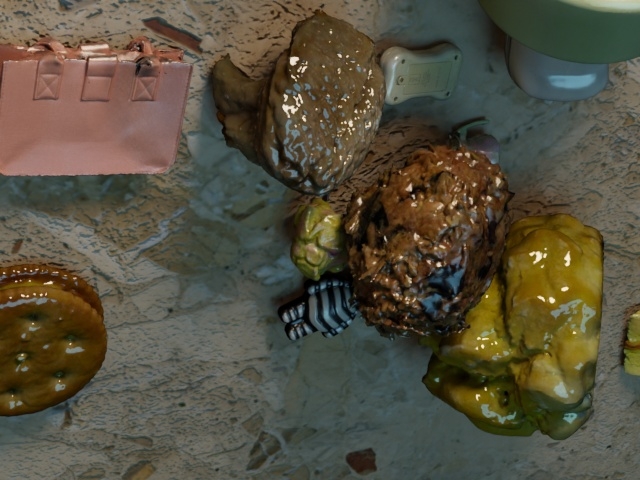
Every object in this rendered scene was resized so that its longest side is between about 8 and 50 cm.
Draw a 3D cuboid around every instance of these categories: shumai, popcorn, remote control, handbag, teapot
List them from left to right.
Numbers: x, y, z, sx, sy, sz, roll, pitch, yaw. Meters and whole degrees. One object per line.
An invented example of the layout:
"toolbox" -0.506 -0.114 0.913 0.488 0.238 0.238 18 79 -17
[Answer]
"handbag" -0.257 -0.148 1.328 0.213 0.059 0.157 -3 128 -26
"shumai" -0.034 -0.155 1.365 0.166 0.176 0.206 38 68 -38
"popcorn" 0.001 0.000 1.550 0.097 0.089 0.109 -47 161 -9
"remote control" 0.121 -0.205 1.473 0.122 0.032 0.074 -9 122 -34
"teapot" 0.199 -0.121 1.581 0.064 0.064 0.083 5 91 -21

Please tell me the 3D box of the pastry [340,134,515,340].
"pastry" 0.127 0.001 1.513 0.275 0.193 0.275 -56 159 -35

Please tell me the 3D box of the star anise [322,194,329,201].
"star anise" 0.018 -0.142 1.455 0.097 0.070 0.190 -8 117 -34

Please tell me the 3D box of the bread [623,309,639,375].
"bread" 0.644 0.127 2.007 0.264 0.163 0.167 3 132 10

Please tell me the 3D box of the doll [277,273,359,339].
"doll" 0.048 0.073 1.651 0.219 0.067 0.091 -24 113 -9

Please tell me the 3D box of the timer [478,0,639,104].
"timer" 0.294 -0.282 1.384 0.291 0.290 0.315 -18 152 -12

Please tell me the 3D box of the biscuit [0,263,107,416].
"biscuit" -0.373 0.127 1.488 0.221 0.066 0.220 -12 133 -14

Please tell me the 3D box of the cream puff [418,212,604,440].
"cream puff" 0.268 0.116 1.688 0.257 0.291 0.324 1 147 9
